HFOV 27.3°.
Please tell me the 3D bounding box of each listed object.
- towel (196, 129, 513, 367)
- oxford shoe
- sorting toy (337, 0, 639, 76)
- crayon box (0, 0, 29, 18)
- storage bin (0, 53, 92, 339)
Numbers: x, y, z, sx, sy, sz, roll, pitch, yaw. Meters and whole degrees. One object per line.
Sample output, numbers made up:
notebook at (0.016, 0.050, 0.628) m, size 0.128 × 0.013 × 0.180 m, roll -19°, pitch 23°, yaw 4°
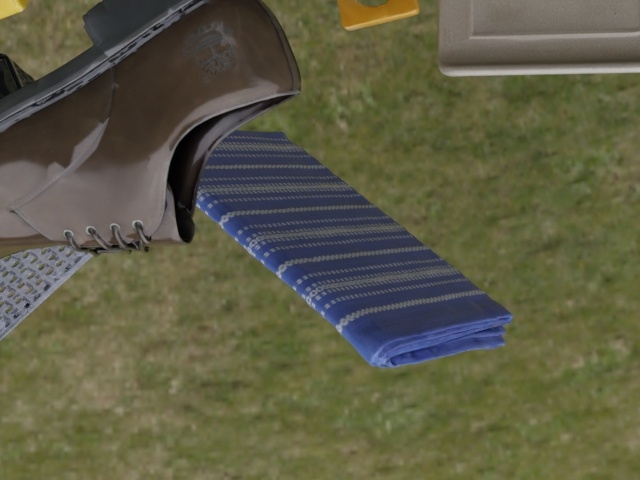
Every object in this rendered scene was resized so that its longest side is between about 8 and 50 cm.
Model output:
towel at (0.000, 0.000, 1.206) m, size 0.243 × 0.336 × 0.040 m, roll -5°, pitch 129°, yaw -55°
oxford shoe at (-0.106, -0.022, 0.561) m, size 0.227 × 0.096 × 0.083 m, roll -37°, pitch 177°, yaw 8°
sorting toy at (0.182, -0.220, 1.023) m, size 0.348 × 0.195 × 0.047 m, roll 1°, pitch 174°, yaw 13°
crayon box at (-0.386, -0.263, 1.121) m, size 0.323 × 0.083 × 0.203 m, roll -17°, pitch 121°, yaw 12°
storage bin at (-0.217, -0.009, 0.795) m, size 0.180 × 0.122 × 0.084 m, roll -41°, pitch 130°, yaw 6°
